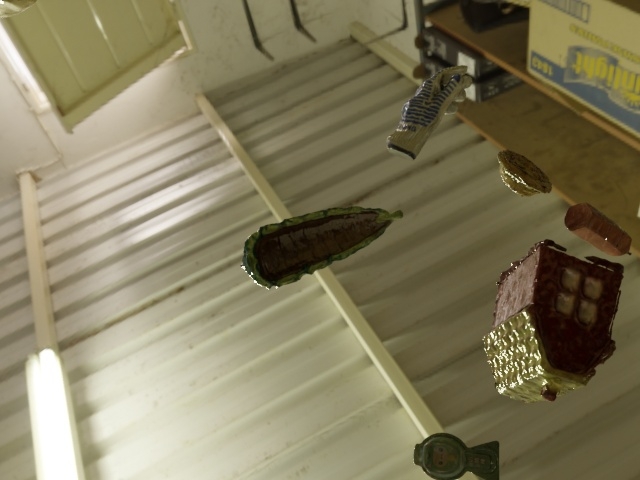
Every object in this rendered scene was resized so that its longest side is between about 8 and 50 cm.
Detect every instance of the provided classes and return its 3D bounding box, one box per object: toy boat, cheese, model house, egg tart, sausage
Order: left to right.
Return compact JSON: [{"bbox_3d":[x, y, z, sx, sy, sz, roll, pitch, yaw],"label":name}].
[{"bbox_3d":[-0.001,0.000,1.049,0.293,0.108,0.099,-19,-176,-19],"label":"toy boat"},{"bbox_3d":[0.195,0.313,0.867,0.120,0.026,0.067,1,-105,12],"label":"cheese"},{"bbox_3d":[0.397,-0.128,1.190,0.129,0.049,0.129,22,-146,-16],"label":"egg tart"},{"bbox_3d":[0.379,0.157,1.017,0.160,0.196,0.254,23,-116,2],"label":"model house"},{"bbox_3d":[0.549,-0.016,1.176,0.065,0.169,0.065,-35,-137,40],"label":"sausage"}]

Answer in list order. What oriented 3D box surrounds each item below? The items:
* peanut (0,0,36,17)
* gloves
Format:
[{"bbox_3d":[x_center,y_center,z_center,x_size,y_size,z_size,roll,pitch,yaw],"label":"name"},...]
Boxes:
[{"bbox_3d":[-0.430,-0.334,0.645,0.122,0.253,0.137,-54,-124,18],"label":"peanut"},{"bbox_3d":[0.218,-0.260,1.200,0.229,0.097,0.119,-46,-165,-6],"label":"gloves"}]
